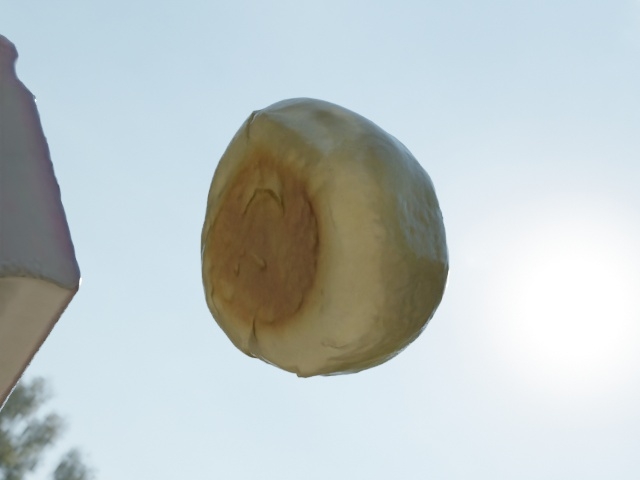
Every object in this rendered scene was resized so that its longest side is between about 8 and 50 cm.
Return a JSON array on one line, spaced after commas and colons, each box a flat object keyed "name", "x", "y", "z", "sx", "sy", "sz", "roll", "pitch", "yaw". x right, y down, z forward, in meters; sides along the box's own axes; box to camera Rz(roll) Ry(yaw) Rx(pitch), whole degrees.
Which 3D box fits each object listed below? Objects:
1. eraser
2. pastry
[{"name": "eraser", "x": -0.348, "y": 0.032, "z": 0.966, "sx": 0.359, "sy": 0.122, "sz": 0.272, "roll": -51, "pitch": -129, "yaw": 40}, {"name": "pastry", "x": 0.000, "y": 0.000, "z": 0.604, "sx": 0.156, "sy": 0.092, "sz": 0.156, "roll": 8, "pitch": -78, "yaw": 43}]
